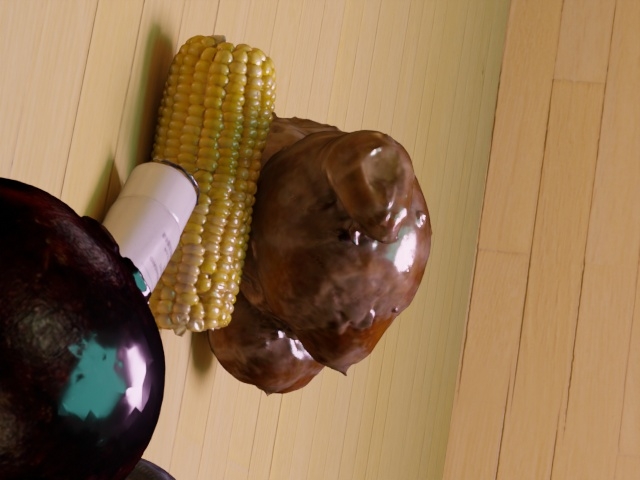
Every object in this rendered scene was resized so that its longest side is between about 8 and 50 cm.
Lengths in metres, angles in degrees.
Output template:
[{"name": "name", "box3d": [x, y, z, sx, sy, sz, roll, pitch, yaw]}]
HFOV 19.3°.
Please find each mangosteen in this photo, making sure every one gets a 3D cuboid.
[{"name": "mangosteen", "box3d": [-0.182, 0.066, 0.980, 0.210, 0.209, 0.210, 6, 90, -78]}]

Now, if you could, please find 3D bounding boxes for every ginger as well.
[{"name": "ginger", "box3d": [0.000, 0.000, 1.630, 0.375, 0.176, 0.256, 157, -64, -71]}]

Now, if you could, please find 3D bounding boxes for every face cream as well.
[{"name": "face cream", "box3d": [-0.158, 0.043, 1.383, 0.092, 0.058, 0.244, 88, 20, -51]}]

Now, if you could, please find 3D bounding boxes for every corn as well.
[{"name": "corn", "box3d": [-0.096, -0.042, 1.521, 0.093, 0.093, 0.244, 28, 74, -77]}]

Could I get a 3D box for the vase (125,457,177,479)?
[{"name": "vase", "box3d": [-0.155, 0.237, 1.382, 0.183, 0.120, 0.120, 107, 0, -48]}]
